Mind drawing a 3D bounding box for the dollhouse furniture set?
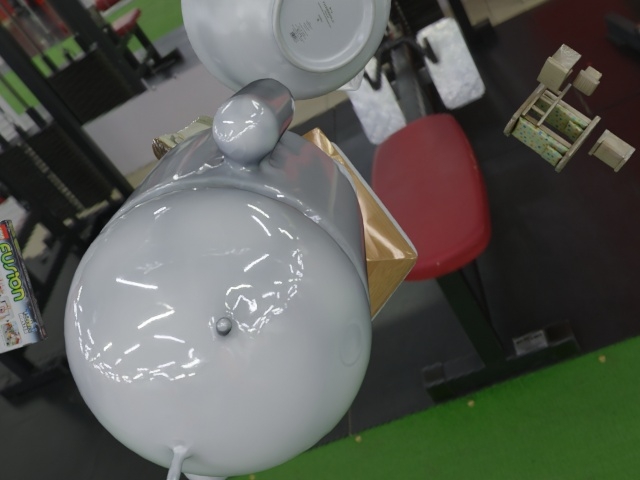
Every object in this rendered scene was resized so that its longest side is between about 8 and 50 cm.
[{"bbox_3d":[0.398,-0.178,1.149,0.182,0.161,0.101,38,73,13],"label":"dollhouse furniture set"}]

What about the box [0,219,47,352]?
[{"bbox_3d":[-0.534,0.080,1.219,0.114,0.207,0.036,-16,3,-10],"label":"box"}]

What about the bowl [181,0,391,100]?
[{"bbox_3d":[-0.020,-0.305,0.970,0.297,0.298,0.134,-38,37,-5],"label":"bowl"}]

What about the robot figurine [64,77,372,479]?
[{"bbox_3d":[-0.064,0.032,0.559,0.199,0.300,0.353,6,21,-1],"label":"robot figurine"}]

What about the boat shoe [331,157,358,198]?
[{"bbox_3d":[-0.028,0.040,0.780,0.095,0.258,0.084,19,16,33],"label":"boat shoe"}]

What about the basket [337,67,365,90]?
[{"bbox_3d":[0.044,-0.437,1.704,0.113,0.167,0.103,0,55,-8],"label":"basket"}]

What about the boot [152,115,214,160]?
[{"bbox_3d":[-0.241,-0.183,1.642,0.165,0.213,0.077,-40,-17,-42],"label":"boot"}]

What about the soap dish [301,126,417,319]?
[{"bbox_3d":[0.000,0.000,1.193,0.291,0.118,0.229,55,131,27],"label":"soap dish"}]
